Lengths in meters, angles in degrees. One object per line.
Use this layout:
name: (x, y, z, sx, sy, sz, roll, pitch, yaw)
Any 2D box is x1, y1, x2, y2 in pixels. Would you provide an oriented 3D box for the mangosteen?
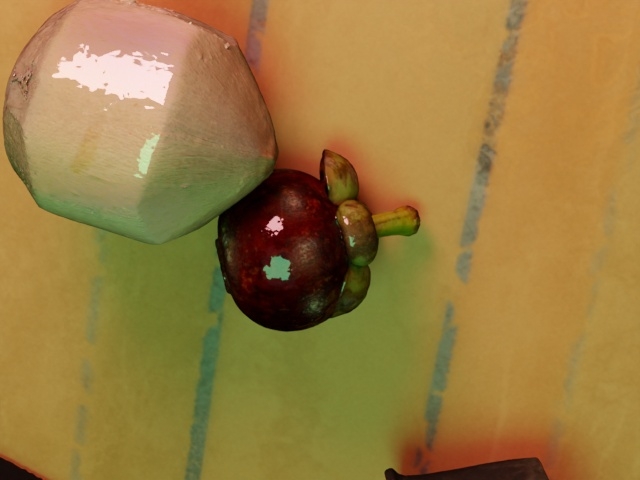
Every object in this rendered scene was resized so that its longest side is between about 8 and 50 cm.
mangosteen: (-0.006, 0.005, 1.799, 0.181, 0.146, 0.156, -2, 118, 13)

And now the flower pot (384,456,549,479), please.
flower pot: (0.173, 0.300, 1.889, 0.148, 0.235, 0.235, -24, 110, 2)

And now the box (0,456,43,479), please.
box: (-0.445, 0.278, 2.086, 0.350, 0.058, 0.211, 29, 121, -3)

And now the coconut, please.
coconut: (-0.151, -0.105, 1.748, 0.234, 0.224, 0.224, 5, 117, 12)
